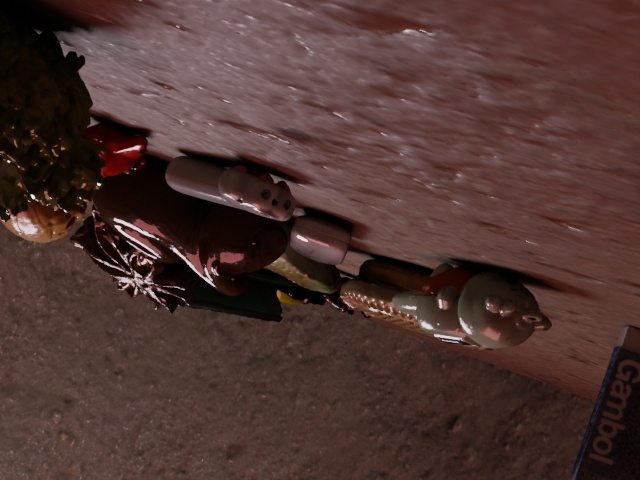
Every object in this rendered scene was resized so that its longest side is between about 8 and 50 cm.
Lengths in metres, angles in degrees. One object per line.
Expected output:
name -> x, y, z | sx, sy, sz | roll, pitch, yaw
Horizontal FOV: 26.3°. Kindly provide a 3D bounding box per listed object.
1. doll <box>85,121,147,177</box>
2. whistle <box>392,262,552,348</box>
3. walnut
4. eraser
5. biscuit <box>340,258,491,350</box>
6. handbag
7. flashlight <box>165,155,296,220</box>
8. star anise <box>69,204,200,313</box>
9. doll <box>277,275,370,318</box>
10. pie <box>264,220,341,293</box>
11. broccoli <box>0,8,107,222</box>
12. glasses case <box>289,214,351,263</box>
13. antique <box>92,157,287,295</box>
doll -> -0.241, -0.096, 1.549 | 0.109, 0.057, 0.169 | 4, 167, 0
whistle -> 0.179, 0.082, 1.659 | 0.253, 0.106, 0.102 | -1, 130, 55
walnut -> -0.392, -0.071, 1.921 | 0.144, 0.144, 0.180 | 19, 166, 2
eraser -> 0.389, 0.221, 1.717 | 0.092, 0.212, 0.046 | 20, 176, 4
biscuit -> 0.156, 0.094, 1.983 | 0.259, 0.079, 0.259 | 19, 175, 2
handbag -> -0.189, 0.026, 2.189 | 0.238, 0.089, 0.326 | 35, -171, 26
flashlight -> -0.102, -0.062, 1.503 | 0.093, 0.047, 0.200 | 24, 176, -37
star anise -> -0.257, 0.011, 1.940 | 0.220, 0.099, 0.214 | 16, 142, 39
doll -> -0.022, 0.079, 2.440 | 0.248, 0.088, 0.127 | 18, 176, -28
pie -> -0.095, -0.001, 1.960 | 0.302, 0.067, 0.302 | 24, 176, 2
broccoli -> -0.289, -0.085, 1.035 | 0.260, 0.235, 0.288 | 54, -160, 23
glasses case -> 0.000, 0.000, 1.739 | 0.074, 0.049, 0.193 | 19, 176, 0
antique -> -0.163, -0.027, 1.730 | 0.257, 0.121, 0.143 | 25, 168, 16
